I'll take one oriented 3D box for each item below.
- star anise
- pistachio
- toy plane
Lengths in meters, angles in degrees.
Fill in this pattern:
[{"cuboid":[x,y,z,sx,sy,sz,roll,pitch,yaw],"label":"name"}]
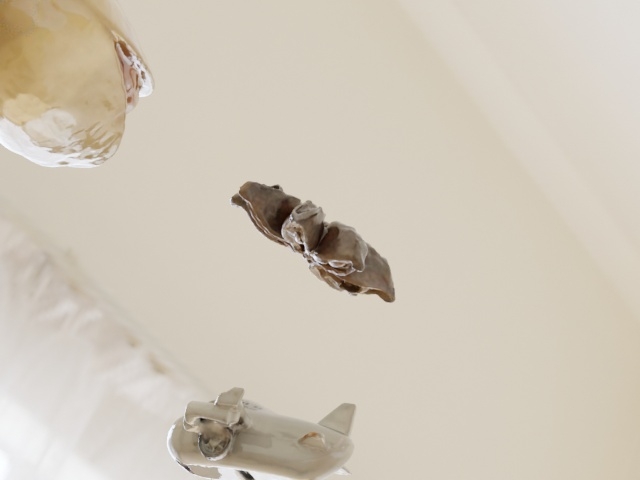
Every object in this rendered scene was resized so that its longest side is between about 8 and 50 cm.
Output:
[{"cuboid":[0.001,-0.002,1.813,0.208,0.063,0.172,38,-9,-8],"label":"star anise"},{"cuboid":[-0.264,-0.187,1.646,0.187,0.187,0.299,14,-22,23],"label":"pistachio"},{"cuboid":[-0.074,0.247,2.083,0.244,0.117,0.245,11,-26,5],"label":"toy plane"}]
